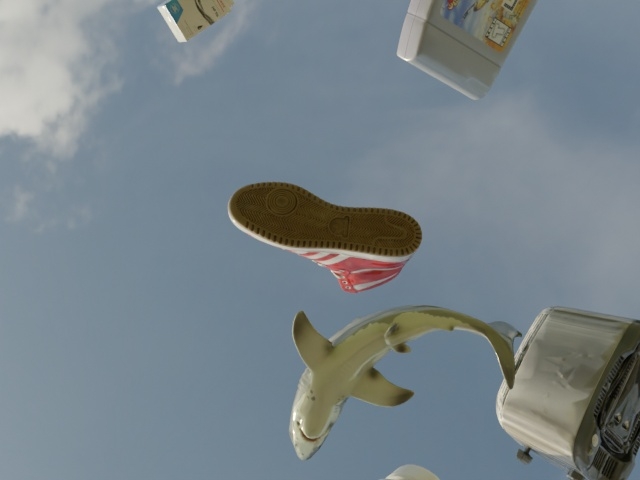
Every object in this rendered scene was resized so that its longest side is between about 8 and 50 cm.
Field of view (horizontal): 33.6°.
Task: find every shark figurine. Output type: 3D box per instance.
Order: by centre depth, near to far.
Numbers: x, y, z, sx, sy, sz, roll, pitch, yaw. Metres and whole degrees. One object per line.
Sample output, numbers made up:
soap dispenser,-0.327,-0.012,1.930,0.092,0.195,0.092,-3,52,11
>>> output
shark figurine,0.074,0.106,1.146,0.278,0.116,0.166,-23,-75,2

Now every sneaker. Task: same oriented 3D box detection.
sneaker,0.000,0.000,0.662,0.118,0.067,0.042,13,-113,0

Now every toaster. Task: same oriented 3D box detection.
toaster,0.310,0.169,1.244,0.129,0.146,0.227,40,-108,-40

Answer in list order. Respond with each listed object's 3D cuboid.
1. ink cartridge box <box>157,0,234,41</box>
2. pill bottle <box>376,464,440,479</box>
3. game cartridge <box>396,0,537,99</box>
ink cartridge box,-0.136,-0.268,1.204,0.083,0.028,0.048,-39,-68,-18
pill bottle,0.074,0.381,1.360,0.208,0.119,0.119,-29,-98,-45
game cartridge,0.237,-0.372,1.553,0.198,0.062,0.297,18,-77,-46
